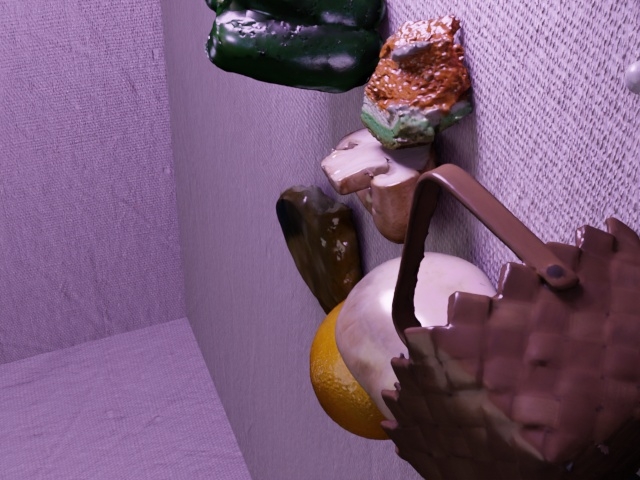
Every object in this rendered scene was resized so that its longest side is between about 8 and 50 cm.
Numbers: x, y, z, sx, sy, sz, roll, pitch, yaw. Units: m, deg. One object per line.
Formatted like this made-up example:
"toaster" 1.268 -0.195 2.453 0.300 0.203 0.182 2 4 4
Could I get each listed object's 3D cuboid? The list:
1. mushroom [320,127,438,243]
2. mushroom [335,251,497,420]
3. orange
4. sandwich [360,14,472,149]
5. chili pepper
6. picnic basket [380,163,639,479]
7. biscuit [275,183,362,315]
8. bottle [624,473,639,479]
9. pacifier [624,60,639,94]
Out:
"mushroom" 0.099 -0.068 1.309 0.285 0.156 0.151 -116 6 -69
"mushroom" 0.139 0.152 1.195 0.260 0.254 0.234 -61 -11 -48
"orange" 0.089 0.190 1.401 0.236 0.236 0.236 166 90 -72
"sandwich" 0.113 -0.207 1.208 0.185 0.109 0.159 -150 47 -66
"chili pepper" -0.044 -0.334 1.371 0.248 0.257 0.233 164 104 -74
"picnic basket" 0.190 0.101 0.897 0.321 0.291 0.254 47 149 35
"biscuit" 0.000 0.000 1.763 0.335 0.078 0.329 110 138 -64
"bottle" 0.306 0.316 1.052 0.253 0.080 0.096 120 140 -67
"pacifier" 0.292 -0.137 0.767 0.081 0.078 0.099 -91 2 -48
